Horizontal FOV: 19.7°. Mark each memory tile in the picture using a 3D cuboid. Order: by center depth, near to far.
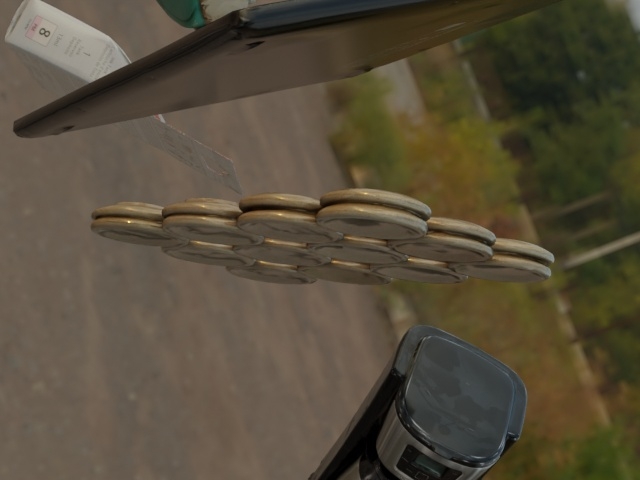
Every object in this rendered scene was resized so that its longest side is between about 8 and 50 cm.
[{"bbox_3d":[0.000,0.000,0.660,0.113,0.148,0.012,18,75,-47],"label":"memory tile"}]

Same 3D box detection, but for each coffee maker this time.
[{"bbox_3d":[0.061,0.151,1.360,0.120,0.178,0.171,15,38,-24],"label":"coffee maker"}]

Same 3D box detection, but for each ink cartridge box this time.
[{"bbox_3d":[-0.167,-0.132,1.710,0.189,0.232,0.066,80,34,-82],"label":"ink cartridge box"}]

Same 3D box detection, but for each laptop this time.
[{"bbox_3d":[0.030,-0.234,1.142,0.382,0.408,0.236,-12,-89,64],"label":"laptop"}]

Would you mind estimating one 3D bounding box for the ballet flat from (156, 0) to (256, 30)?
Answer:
[{"bbox_3d":[-0.100,-0.305,1.134,0.409,0.147,0.147,61,2,27],"label":"ballet flat"}]
